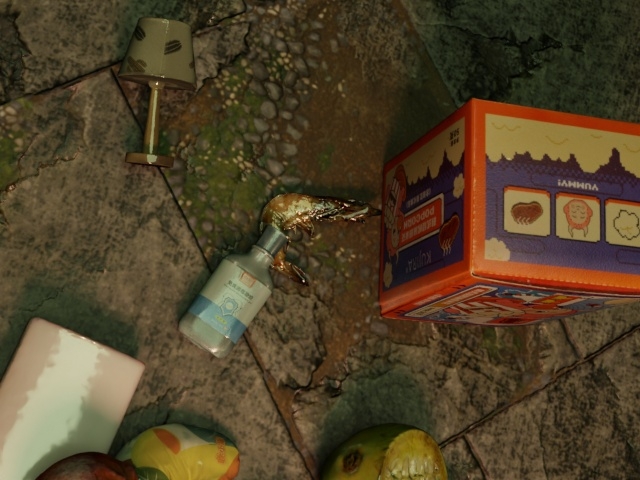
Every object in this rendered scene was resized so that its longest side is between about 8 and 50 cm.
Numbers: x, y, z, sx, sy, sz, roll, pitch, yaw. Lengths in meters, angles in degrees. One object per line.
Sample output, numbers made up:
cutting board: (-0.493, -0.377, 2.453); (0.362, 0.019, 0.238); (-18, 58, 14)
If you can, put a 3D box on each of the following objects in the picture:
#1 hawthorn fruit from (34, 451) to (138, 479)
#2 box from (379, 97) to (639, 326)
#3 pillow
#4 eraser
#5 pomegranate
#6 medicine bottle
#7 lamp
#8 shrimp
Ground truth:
hawthorn fruit: (-0.297, 0.351, 1.186); (0.172, 0.173, 0.173); (3, 78, -16)
box: (0.291, -0.019, 1.421); (0.318, 0.348, 0.257); (5, 77, -17)
pillow: (-0.192, 0.369, 1.325); (0.214, 0.086, 0.233); (-9, 67, -30)
eraser: (-0.371, 0.259, 1.295); (0.174, 0.094, 0.270); (27, 74, -17)
pomegranate: (0.096, 0.359, 1.395); (0.240, 0.159, 0.190); (-12, 91, -47)
medicine bottle: (-0.122, 0.071, 1.425); (0.090, 0.053, 0.209); (36, 77, -6)
lamp: (-0.245, -0.218, 1.423); (0.121, 0.121, 0.215); (5, 91, -16)
shrimp: (0.000, -0.001, 1.489); (0.195, 0.035, 0.148); (2, 75, -7)
